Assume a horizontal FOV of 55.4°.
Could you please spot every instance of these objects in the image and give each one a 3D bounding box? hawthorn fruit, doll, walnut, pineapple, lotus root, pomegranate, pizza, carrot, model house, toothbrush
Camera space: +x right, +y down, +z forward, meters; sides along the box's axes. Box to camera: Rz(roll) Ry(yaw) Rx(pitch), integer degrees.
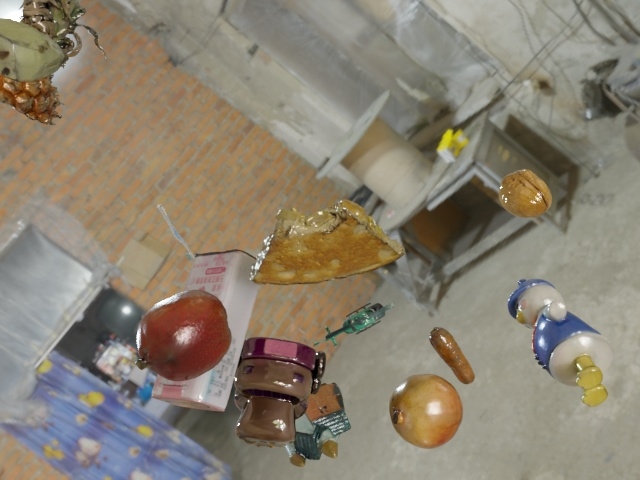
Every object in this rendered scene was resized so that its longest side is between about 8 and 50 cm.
[{"bbox_3d":[-0.262,0.178,1.133,0.188,0.169,0.169,-19,-16,-41],"label":"hawthorn fruit"},{"bbox_3d":[0.204,0.077,0.529,0.058,0.098,0.142,-24,34,6],"label":"doll"},{"bbox_3d":[0.635,-0.139,1.895,0.144,0.144,0.180,-50,43,11],"label":"walnut"},{"bbox_3d":[-0.641,-0.440,1.376,0.271,0.263,0.262,-51,8,4],"label":"pineapple"},{"bbox_3d":[-0.484,-0.314,0.982,0.144,0.143,0.070,-46,-24,-63],"label":"lotus root"},{"bbox_3d":[0.262,0.426,1.541,0.191,0.191,0.191,-50,9,11],"label":"pomegranate"},{"bbox_3d":[0.000,0.000,1.205,0.223,0.324,0.089,74,-174,-51],"label":"pizza"},{"bbox_3d":[0.353,0.307,1.616,0.060,0.186,0.060,-35,12,9],"label":"carrot"},{"bbox_3d":[-0.008,0.636,1.997,0.253,0.184,0.291,-15,24,-14],"label":"model house"},{"bbox_3d":[-0.334,-0.018,1.414,0.017,0.162,0.014,-13,29,20],"label":"toothbrush"}]

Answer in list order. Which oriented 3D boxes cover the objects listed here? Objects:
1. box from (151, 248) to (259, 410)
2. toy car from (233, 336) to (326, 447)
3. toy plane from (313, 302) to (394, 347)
[{"bbox_3d":[-0.259,0.202,1.432,0.190,0.112,0.369,-5,60,39],"label":"box"},{"bbox_3d":[-0.135,0.418,1.668,0.340,0.272,0.240,102,177,-57],"label":"toy car"},{"bbox_3d":[0.086,0.222,1.598,0.235,0.060,0.096,-28,-4,0],"label":"toy plane"}]
